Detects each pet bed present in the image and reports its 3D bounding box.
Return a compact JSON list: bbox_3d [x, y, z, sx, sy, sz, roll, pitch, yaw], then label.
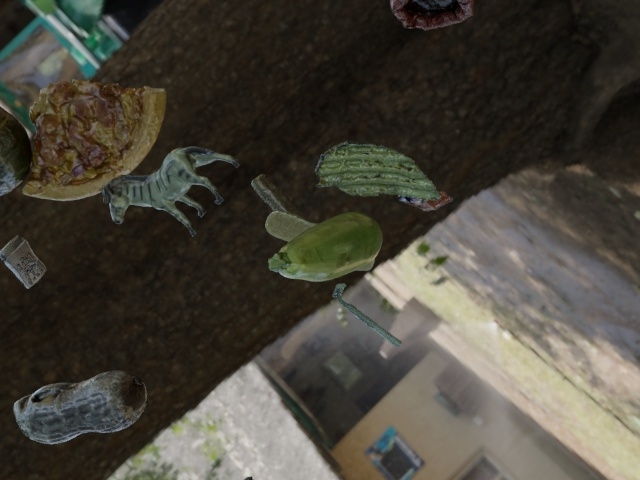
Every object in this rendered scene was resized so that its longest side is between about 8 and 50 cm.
[{"bbox_3d":[0.251,-0.536,1.951,0.201,0.053,0.201,1,166,0],"label":"pet bed"}]

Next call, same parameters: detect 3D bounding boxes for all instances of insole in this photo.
[{"bbox_3d":[0.000,0.000,1.848,0.248,0.081,0.011,21,-155,1],"label":"insole"}]

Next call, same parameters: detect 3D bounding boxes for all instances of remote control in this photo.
[{"bbox_3d":[-0.546,0.042,1.592,0.028,0.059,0.212,36,161,4],"label":"remote control"}]

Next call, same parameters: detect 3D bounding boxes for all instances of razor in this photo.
[{"bbox_3d":[0.112,0.190,2.116,0.211,0.036,0.084,42,162,10],"label":"razor"}]

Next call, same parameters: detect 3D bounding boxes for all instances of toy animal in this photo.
[{"bbox_3d":[-0.261,-0.098,1.481,0.176,0.217,0.073,32,-147,-19],"label":"toy animal"}]

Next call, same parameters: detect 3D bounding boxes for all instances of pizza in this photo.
[{"bbox_3d":[-0.535,-0.251,1.991,0.277,0.409,0.114,60,-178,-7],"label":"pizza"}]

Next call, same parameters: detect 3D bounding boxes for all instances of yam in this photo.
[{"bbox_3d":[-0.074,-0.058,2.187,0.274,0.061,0.061,48,178,15],"label":"yam"}]

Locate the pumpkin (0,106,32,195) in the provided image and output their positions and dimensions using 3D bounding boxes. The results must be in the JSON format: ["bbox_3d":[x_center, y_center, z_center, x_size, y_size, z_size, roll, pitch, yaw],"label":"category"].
[{"bbox_3d":[-0.792,-0.206,1.974,0.260,0.189,0.260,15,146,10],"label":"pumpkin"}]

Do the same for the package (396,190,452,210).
[{"bbox_3d":[0.210,-0.088,1.778,0.111,0.077,0.033,14,-137,-39],"label":"package"}]

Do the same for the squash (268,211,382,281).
[{"bbox_3d":[0.019,0.018,1.650,0.118,0.118,0.370,45,-155,12],"label":"squash"}]

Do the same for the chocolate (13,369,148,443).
[{"bbox_3d":[-0.409,0.287,1.476,0.110,0.248,0.110,-12,-90,-70],"label":"chocolate"}]

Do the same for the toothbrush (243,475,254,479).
[{"bbox_3d":[-0.241,0.661,1.770,0.035,0.413,0.042,28,-174,-15],"label":"toothbrush"}]

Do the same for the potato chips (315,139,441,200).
[{"bbox_3d":[0.094,-0.111,1.395,0.208,0.091,0.028,7,-157,9],"label":"potato chips"}]
